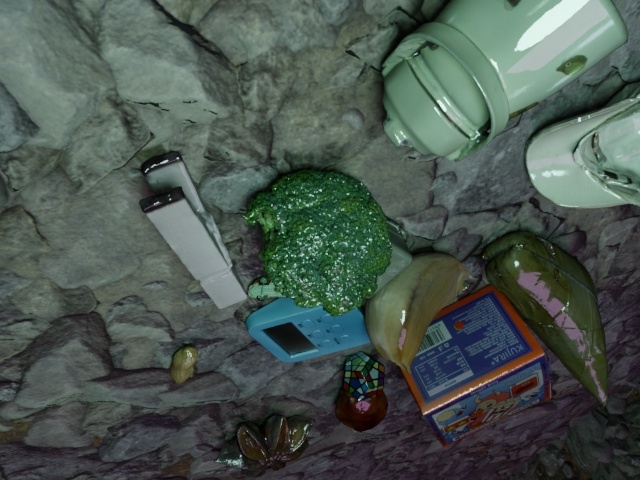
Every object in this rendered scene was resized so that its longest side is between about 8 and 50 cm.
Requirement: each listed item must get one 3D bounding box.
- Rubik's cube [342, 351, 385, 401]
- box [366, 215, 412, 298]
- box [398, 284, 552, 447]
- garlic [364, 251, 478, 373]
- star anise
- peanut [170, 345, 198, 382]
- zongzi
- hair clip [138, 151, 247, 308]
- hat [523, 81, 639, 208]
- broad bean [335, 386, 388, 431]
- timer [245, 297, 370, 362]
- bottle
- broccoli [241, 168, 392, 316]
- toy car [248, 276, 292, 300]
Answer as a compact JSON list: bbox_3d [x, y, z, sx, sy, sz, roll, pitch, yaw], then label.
[{"bbox_3d":[0.117,0.368,1.550,0.133,0.133,0.111,-50,162,28],"label":"Rubik's cube"},{"bbox_3d":[0.102,0.039,1.178,0.124,0.093,0.172,26,119,-40],"label":"box"},{"bbox_3d":[0.413,0.355,1.579,0.348,0.257,0.319,-27,140,2],"label":"box"},{"bbox_3d":[0.220,0.118,1.274,0.338,0.151,0.196,-45,115,-32],"label":"garlic"},{"bbox_3d":[-0.165,0.611,1.680,0.314,0.108,0.315,-15,143,-11],"label":"star anise"},{"bbox_3d":[-0.303,0.274,1.268,0.053,0.054,0.113,3,133,-31],"label":"peanut"},{"bbox_3d":[0.550,0.180,1.362,0.355,0.393,0.174,21,142,-38],"label":"zongzi"},{"bbox_3d":[-0.212,0.000,0.974,0.085,0.101,0.331,-24,144,-7],"label":"hair clip"},{"bbox_3d":[0.570,-0.192,1.157,0.301,0.168,0.258,-9,121,17],"label":"hat"},{"bbox_3d":[0.119,0.493,1.686,0.156,0.122,0.229,-17,137,-14],"label":"broad bean"},{"bbox_3d":[-0.020,0.200,1.308,0.249,0.091,0.232,-27,142,8],"label":"timer"},{"bbox_3d":[0.227,-0.257,0.832,0.351,0.229,0.229,-36,141,25],"label":"bottle"},{"bbox_3d":[0.000,0.000,1.006,0.241,0.262,0.269,-28,-172,41],"label":"broccoli"},{"bbox_3d":[-0.091,0.096,1.191,0.121,0.035,0.059,-2,136,-15],"label":"toy car"}]
